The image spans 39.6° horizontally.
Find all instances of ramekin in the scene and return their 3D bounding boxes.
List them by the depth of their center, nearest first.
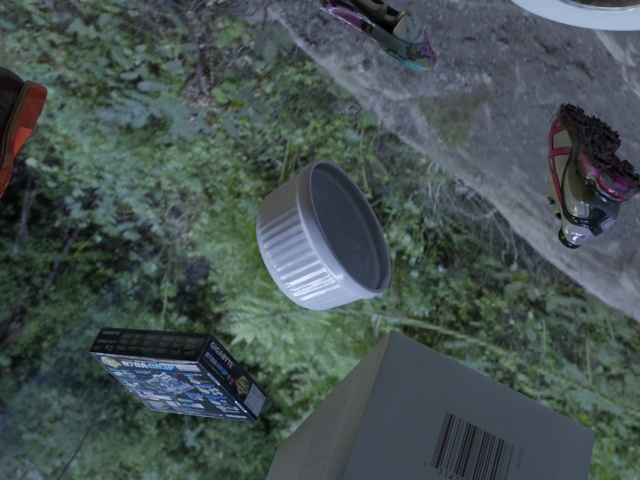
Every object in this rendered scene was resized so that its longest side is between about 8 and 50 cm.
[{"bbox_3d":[0.000,0.000,1.250,0.109,0.207,0.207,-26,107,24],"label":"ramekin"}]

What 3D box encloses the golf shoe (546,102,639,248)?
[{"bbox_3d":[0.228,-0.064,0.800,0.067,0.186,0.086,28,119,-6],"label":"golf shoe"}]

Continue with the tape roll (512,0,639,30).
[{"bbox_3d":[0.383,-0.381,1.191,0.286,0.286,0.100,12,85,6],"label":"tape roll"}]

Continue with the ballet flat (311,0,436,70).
[{"bbox_3d":[0.090,-0.332,1.307,0.221,0.077,0.079,31,136,-8],"label":"ballet flat"}]

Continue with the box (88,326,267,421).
[{"bbox_3d":[-0.215,0.203,1.344,0.220,0.051,0.175,-1,141,33],"label":"box"}]

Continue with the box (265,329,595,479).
[{"bbox_3d":[0.073,0.267,0.879,0.215,0.168,0.345,27,145,-4],"label":"box"}]

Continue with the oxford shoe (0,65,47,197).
[{"bbox_3d":[-0.356,-0.080,0.874,0.098,0.271,0.097,30,126,-24],"label":"oxford shoe"}]
